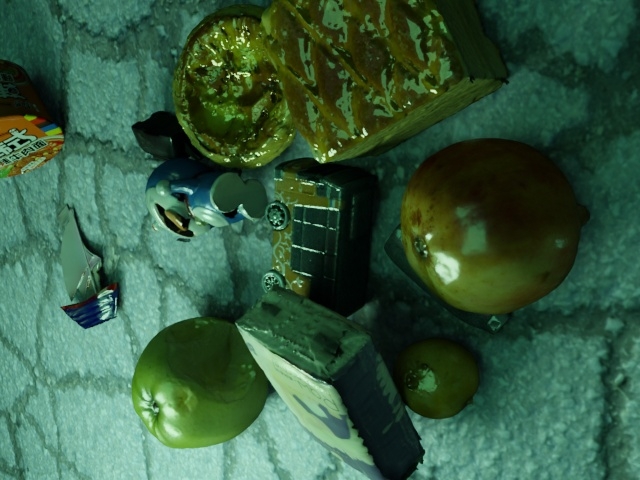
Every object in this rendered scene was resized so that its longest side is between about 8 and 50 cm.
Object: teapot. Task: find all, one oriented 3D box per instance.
[{"bbox_3d":[-0.314,-0.202,1.344,0.177,0.087,0.096,18,133,29],"label":"teapot"}]

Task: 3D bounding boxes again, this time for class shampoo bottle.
[{"bbox_3d":[0.210,0.063,1.072,0.233,0.049,0.087,43,122,18],"label":"shampoo bottle"}]

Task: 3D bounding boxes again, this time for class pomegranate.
[{"bbox_3d":[0.255,-0.023,0.923,0.252,0.270,0.229,-117,20,-43],"label":"pomegranate"}]

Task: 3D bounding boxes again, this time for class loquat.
[{"bbox_3d":[0.192,0.227,1.073,0.141,0.141,0.141,8,105,32],"label":"loquat"}]

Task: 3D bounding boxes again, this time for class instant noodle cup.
[{"bbox_3d":[-0.762,-0.293,1.532,0.250,0.250,0.192,-38,70,33],"label":"instant noodle cup"}]

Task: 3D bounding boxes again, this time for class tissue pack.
[{"bbox_3d":[0.021,0.247,1.074,0.242,0.125,0.344,23,150,44],"label":"tissue pack"}]

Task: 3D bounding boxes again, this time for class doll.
[{"bbox_3d":[-0.226,-0.075,1.251,0.257,0.215,0.161,5,73,46],"label":"doll"}]

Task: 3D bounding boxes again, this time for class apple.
[{"bbox_3d":[-0.248,0.289,1.315,0.279,0.279,0.279,8,105,32],"label":"apple"}]

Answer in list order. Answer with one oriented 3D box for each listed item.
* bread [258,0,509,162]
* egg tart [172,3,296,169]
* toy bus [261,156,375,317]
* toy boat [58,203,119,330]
[{"bbox_3d":[0.088,-0.292,0.977,0.279,0.207,0.279,-23,89,35],"label":"bread"},{"bbox_3d":[-0.134,-0.274,1.175,0.290,0.115,0.290,4,99,27],"label":"egg tart"},{"bbox_3d":[0.000,0.000,1.145,0.167,0.138,0.275,12,109,29],"label":"toy bus"},{"bbox_3d":[-0.610,0.086,1.612,0.318,0.072,0.219,50,119,18],"label":"toy boat"}]
